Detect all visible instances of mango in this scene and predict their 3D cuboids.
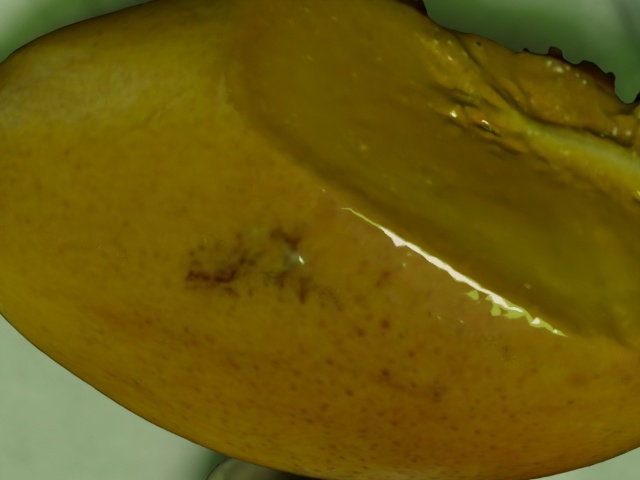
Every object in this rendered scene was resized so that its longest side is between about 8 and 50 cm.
[{"bbox_3d":[0.000,0.000,0.499,0.252,0.126,0.154,9,137,3],"label":"mango"}]

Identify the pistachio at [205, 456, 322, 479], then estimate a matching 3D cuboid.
[{"bbox_3d":[0.005,0.181,0.598,0.152,0.126,0.223,-27,116,-27],"label":"pistachio"}]
